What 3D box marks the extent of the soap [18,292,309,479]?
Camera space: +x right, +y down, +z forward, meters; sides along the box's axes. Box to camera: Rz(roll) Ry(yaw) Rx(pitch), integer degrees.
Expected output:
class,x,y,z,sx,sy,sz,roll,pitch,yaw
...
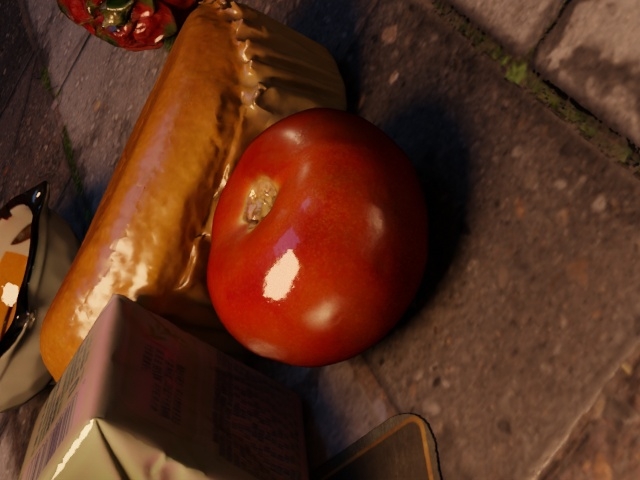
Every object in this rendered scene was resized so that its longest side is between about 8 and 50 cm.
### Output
class,x,y,z,sx,sy,sz,roll,pitch,yaw
soap,-0.112,0.166,0.801,0.138,0.182,0.199,-55,16,15

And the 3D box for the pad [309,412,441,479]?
class,x,y,z,sx,sy,sz,roll,pitch,yaw
pad,-0.027,0.324,0.727,0.315,0.063,0.375,-43,38,35

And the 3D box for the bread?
class,x,y,z,sx,sy,sz,roll,pitch,yaw
bread,-0.118,-0.031,0.982,0.236,0.183,0.388,1,71,60

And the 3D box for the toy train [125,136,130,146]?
class,x,y,z,sx,sy,sz,roll,pitch,yaw
toy train,-0.182,-0.132,1.222,0.103,0.044,0.064,-54,26,19

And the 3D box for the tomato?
class,x,y,z,sx,sy,sz,roll,pitch,yaw
tomato,0.000,0.000,0.824,0.195,0.136,0.195,-37,40,38

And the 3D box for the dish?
class,x,y,z,sx,sy,sz,roll,pitch,yaw
dish,-0.351,0.087,1.322,0.303,0.120,0.303,-35,43,42

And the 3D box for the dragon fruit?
class,x,y,z,sx,sy,sz,roll,pitch,yaw
dragon fruit,-0.227,-0.351,1.354,0.193,0.192,0.274,-40,28,50
